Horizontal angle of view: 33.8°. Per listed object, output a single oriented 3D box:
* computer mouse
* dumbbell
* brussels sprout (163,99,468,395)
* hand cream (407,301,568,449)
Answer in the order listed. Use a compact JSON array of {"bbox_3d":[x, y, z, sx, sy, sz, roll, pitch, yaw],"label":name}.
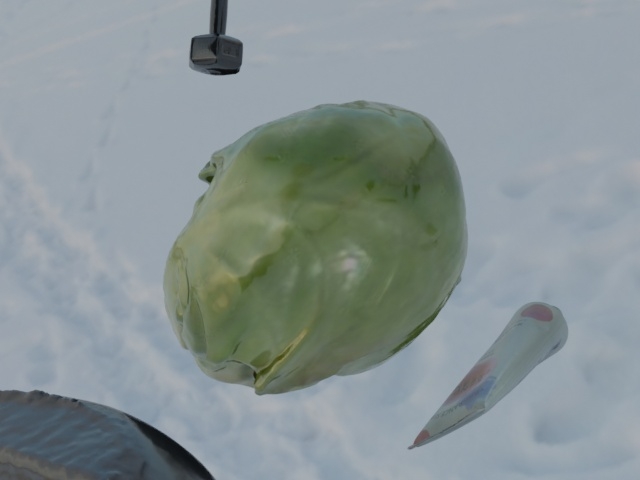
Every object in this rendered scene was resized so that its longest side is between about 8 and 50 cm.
[{"bbox_3d":[-0.126,0.177,0.639,0.269,0.170,0.100,6,24,43],"label":"computer mouse"},{"bbox_3d":[-0.068,-0.153,0.709,0.040,0.083,0.036,1,-6,22],"label":"dumbbell"},{"bbox_3d":[0.000,0.000,1.029,0.328,0.328,0.247,-25,54,2],"label":"brussels sprout"},{"bbox_3d":[0.229,0.160,1.340,0.124,0.078,0.340,-38,-5,41],"label":"hand cream"}]
